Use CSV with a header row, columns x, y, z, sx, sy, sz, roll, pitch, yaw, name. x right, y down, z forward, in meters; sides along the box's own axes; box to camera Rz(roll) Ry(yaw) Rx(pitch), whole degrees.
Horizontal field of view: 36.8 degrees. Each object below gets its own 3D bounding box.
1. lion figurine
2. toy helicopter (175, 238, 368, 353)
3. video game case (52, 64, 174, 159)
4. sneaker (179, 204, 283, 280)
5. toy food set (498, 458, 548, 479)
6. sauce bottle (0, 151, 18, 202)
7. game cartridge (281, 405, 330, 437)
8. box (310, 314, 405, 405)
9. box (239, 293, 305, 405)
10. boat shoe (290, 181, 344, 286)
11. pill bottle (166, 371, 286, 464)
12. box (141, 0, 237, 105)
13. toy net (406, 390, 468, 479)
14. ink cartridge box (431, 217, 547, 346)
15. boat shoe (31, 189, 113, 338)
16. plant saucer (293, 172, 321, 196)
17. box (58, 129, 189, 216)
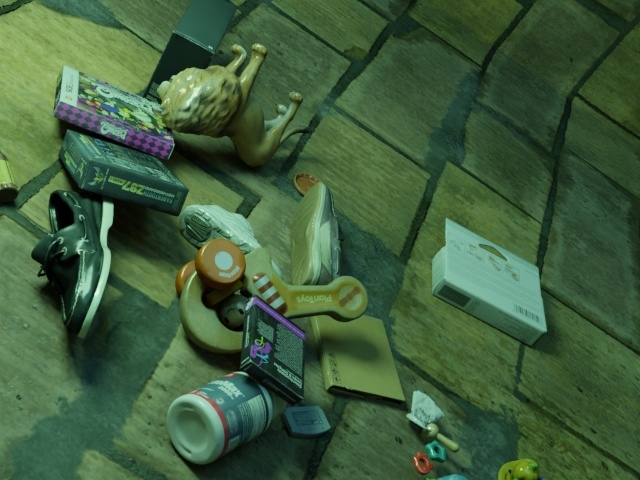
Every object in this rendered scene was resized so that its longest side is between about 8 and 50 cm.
x,y,z,sx,sy,sz,roll,pitch,yaw,name
-0.163,-0.252,2.007,0.142,0.240,0.392,13,-21,41,lion figurine
-0.071,0.125,1.672,0.355,0.140,0.235,-1,70,-28,toy helicopter
-0.406,-0.253,1.893,0.232,0.041,0.210,21,22,-22,video game case
-0.148,0.004,1.810,0.232,0.090,0.115,43,30,8,sneaker
0.418,0.480,1.744,0.128,0.071,0.218,-2,49,-43,toy food set
-0.548,-0.121,1.641,0.042,0.042,0.128,6,43,-38,sauce bottle
-0.025,0.304,1.612,0.083,0.017,0.056,5,41,-39,game cartridge
0.067,0.212,1.804,0.164,0.021,0.201,17,37,-27,box
-0.075,0.173,1.532,0.116,0.029,0.162,40,25,-24,box
0.000,0.000,1.942,0.092,0.103,0.285,28,37,-22,boat shoe
-0.137,0.262,1.477,0.108,0.108,0.180,48,34,17,pill bottle
-0.284,-0.416,2.116,0.103,0.184,0.261,29,33,-12,box
0.191,0.370,1.704,0.122,0.045,0.232,10,40,-31,toy net
0.383,0.092,2.206,0.275,0.060,0.239,28,33,-12,ink cartridge box
-0.399,0.020,1.524,0.113,0.127,0.340,20,35,-22,boat shoe
-0.023,-0.117,2.137,0.083,0.013,0.083,24,34,-18,plant saucer
-0.356,-0.122,1.718,0.183,0.059,0.233,17,10,-29,box
